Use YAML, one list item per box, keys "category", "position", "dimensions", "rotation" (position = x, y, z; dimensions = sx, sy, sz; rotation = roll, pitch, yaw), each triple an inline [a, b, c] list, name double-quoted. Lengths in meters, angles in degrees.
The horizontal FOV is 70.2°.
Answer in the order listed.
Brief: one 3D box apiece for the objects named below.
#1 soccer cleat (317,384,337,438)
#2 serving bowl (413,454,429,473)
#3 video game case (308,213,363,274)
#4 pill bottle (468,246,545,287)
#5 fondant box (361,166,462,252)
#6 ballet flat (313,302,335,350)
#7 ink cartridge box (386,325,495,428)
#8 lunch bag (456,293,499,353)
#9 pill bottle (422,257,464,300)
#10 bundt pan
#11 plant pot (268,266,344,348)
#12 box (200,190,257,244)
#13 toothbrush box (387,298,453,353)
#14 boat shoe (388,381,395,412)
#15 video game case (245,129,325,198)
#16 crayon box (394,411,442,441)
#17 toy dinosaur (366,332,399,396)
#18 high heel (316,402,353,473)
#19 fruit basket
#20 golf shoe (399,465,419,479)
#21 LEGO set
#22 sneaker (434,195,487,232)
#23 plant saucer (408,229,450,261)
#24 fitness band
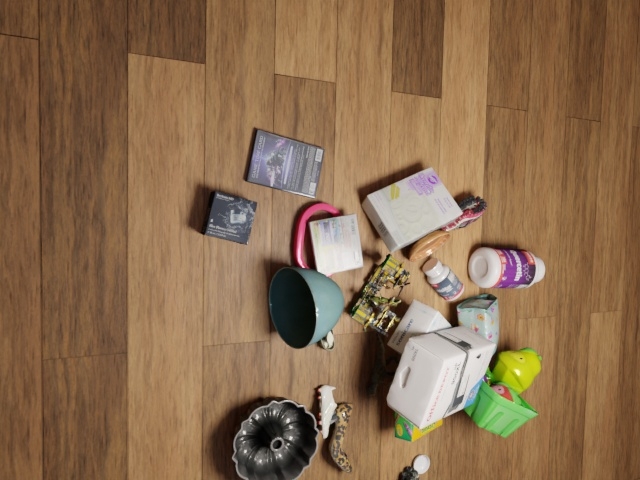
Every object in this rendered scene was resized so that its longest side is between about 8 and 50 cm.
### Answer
- category: "soccer cleat"
  position: [0.028, 0.667, 1.780]
  dimensions: [0.076, 0.068, 0.196]
  rotation: [2, 69, -7]
- category: "serving bowl"
  position: [0.442, 0.987, 2.019]
  dimensions: [0.083, 0.027, 0.083]
  rotation: [-1, 93, -23]
- category: "video game case"
  position: [0.061, 0.016, 1.750]
  dimensions: [0.193, 0.023, 0.212]
  rotation: [-11, 98, -19]
- category: "pill bottle"
  position: [0.843, 0.125, 2.050]
  dimensions: [0.323, 0.181, 0.181]
  rotation: [3, 92, -23]
- category: "fondant box"
  position: [0.367, -0.127, 1.836]
  dimensions: [0.330, 0.096, 0.238]
  rotation: [-25, 75, -20]
- category: "ballet flat"
  position: [0.022, 0.330, 1.784]
  dimensions: [0.072, 0.068, 0.213]
  rotation: [-11, 97, -20]
- category: "ink cartridge box"
  position: [0.464, 0.505, 1.730]
  dimensions: [0.395, 0.166, 0.285]
  rotation: [1, 110, -44]
- category: "lunch bag"
  position: [0.713, 0.368, 2.022]
  dimensions: [0.262, 0.160, 0.223]
  rotation: [-16, 101, -54]
- category: "pill bottle"
  position: [0.524, 0.166, 1.961]
  dimensions: [0.180, 0.108, 0.108]
  rotation: [46, 76, -17]
- category: "bundt pan"
  position: [-0.178, 0.734, 1.696]
  dimensions: [0.331, 0.124, 0.330]
  rotation: [-1, 93, -22]
- category: "plant pot"
  position: [-0.029, 0.229, 1.660]
  dimensions: [0.195, 0.290, 0.290]
  rotation: [-7, 96, -38]
- category: "box"
  position: [-0.322, -0.079, 1.605]
  dimensions: [0.156, 0.093, 0.158]
  rotation: [14, 87, -23]
- category: "toothbrush box"
  position: [0.427, 0.406, 1.865]
  dimensions: [0.216, 0.126, 0.295]
  rotation: [-56, 136, -10]
- category: "boat shoe"
  position: [0.356, 0.704, 1.937]
  dimensions: [0.079, 0.084, 0.233]
  rotation: [-15, 96, -21]
- category: "video game case"
  position: [-0.128, -0.283, 1.709]
  dimensions: [0.274, 0.026, 0.196]
  rotation: [12, 89, -22]
- category: "crayon box"
  position: [0.411, 0.707, 1.892]
  dimensions: [0.278, 0.081, 0.165]
  rotation: [4, 85, -50]
- category: "toy dinosaur"
  position: [0.267, 0.530, 1.899]
  dimensions: [0.118, 0.064, 0.268]
  rotation: [11, 86, -9]
- category: "high heel"
  position: [0.109, 0.794, 1.831]
  dimensions: [0.186, 0.093, 0.261]
  rotation: [-34, 96, -11]
- category: "fruit basket"
  position: [0.760, 0.588, 1.943]
  dimensions: [0.283, 0.392, 0.392]
  rotation: [29, 82, -21]
- category: "golf shoe"
  position: [0.350, 1.071, 1.961]
  dimensions: [0.198, 0.077, 0.094]
  rotation: [-35, 118, -7]
- category: "LEGO set"
  position: [0.265, 0.235, 1.778]
  dimensions: [0.192, 0.255, 0.331]
  rotation: [33, 72, 2]
- category: "sneaker"
  position: [0.579, -0.088, 1.972]
  dimensions: [0.299, 0.112, 0.120]
  rotation: [-17, 59, -10]
- category: "plant saucer"
  position: [0.447, 0.019, 1.892]
  dimensions: [0.200, 0.200, 0.037]
  rotation: [-24, 68, -19]
- category: "fitness band"
  position: [0.000, 0.000, 1.768]
  dimensions: [0.209, 0.054, 0.290]
  rotation: [7, 90, -20]
